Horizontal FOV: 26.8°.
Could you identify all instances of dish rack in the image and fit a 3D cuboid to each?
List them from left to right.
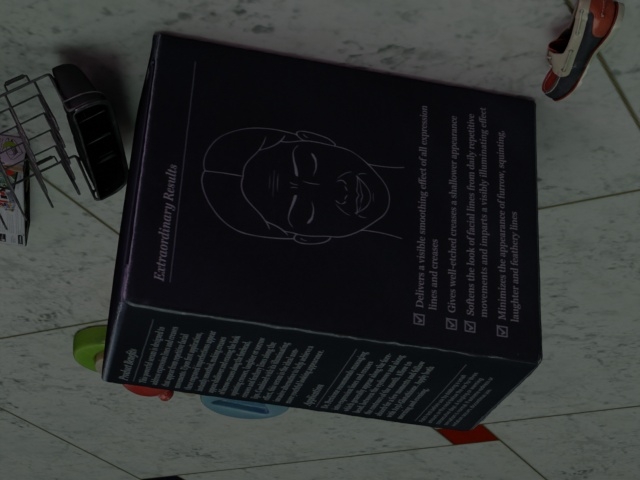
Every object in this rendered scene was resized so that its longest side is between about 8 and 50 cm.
[{"bbox_3d":[-0.338,-0.068,1.367,0.271,0.074,0.208,-27,159,-12],"label":"dish rack"}]

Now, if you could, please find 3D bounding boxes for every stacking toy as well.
[{"bbox_3d":[-0.211,0.206,1.948,0.309,0.130,0.279,24,146,-34],"label":"stacking toy"}]

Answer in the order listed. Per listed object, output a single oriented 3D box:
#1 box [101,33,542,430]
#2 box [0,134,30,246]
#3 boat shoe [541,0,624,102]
[{"bbox_3d":[0.000,0.000,1.341,0.395,0.294,0.212,10,152,-10],"label":"box"},{"bbox_3d":[-0.396,-0.059,1.557,0.114,0.036,0.207,8,153,-8],"label":"box"},{"bbox_3d":[0.231,-0.177,1.234,0.043,0.049,0.137,13,149,-10],"label":"boat shoe"}]
